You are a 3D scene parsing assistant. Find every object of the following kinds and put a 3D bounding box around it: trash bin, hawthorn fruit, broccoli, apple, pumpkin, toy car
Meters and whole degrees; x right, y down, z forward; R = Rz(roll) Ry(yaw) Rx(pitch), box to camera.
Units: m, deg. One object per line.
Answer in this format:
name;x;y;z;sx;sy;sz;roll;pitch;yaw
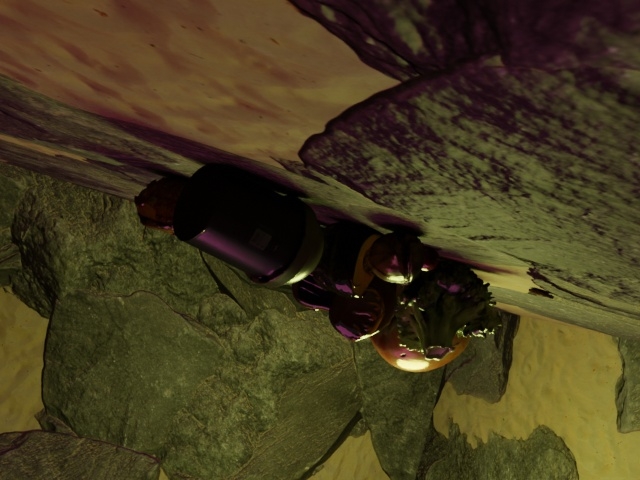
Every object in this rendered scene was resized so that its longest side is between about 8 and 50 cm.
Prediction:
trash bin;-0.140;-0.020;1.388;0.333;0.214;0.214;24;171;-37
hawthorn fruit;0.296;0.048;1.693;0.066;0.067;0.103;18;163;-32
broccoli;0.343;0.225;1.908;0.293;0.281;0.348;35;125;-23
apple;0.362;0.279;2.284;0.346;0.392;0.391;20;174;-35
pumpkin;0.098;0.063;1.711;0.139;0.190;0.280;12;175;35
toy car;0.062;0.148;1.861;0.340;0.271;0.240;30;-162;3

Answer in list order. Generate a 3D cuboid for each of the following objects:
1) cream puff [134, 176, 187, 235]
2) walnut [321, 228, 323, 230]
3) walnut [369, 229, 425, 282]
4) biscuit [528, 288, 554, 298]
cream puff;-0.392;-0.091;1.745;0.239;0.164;0.240;8;-171;-1
walnut;0.000;0.000;2.032;0.079;0.082;0.096;45;-171;23
walnut;0.183;0.041;1.507;0.137;0.137;0.245;15;-176;5
biscuit;0.695;0.166;2.010;0.092;0.016;0.082;21;178;-44
